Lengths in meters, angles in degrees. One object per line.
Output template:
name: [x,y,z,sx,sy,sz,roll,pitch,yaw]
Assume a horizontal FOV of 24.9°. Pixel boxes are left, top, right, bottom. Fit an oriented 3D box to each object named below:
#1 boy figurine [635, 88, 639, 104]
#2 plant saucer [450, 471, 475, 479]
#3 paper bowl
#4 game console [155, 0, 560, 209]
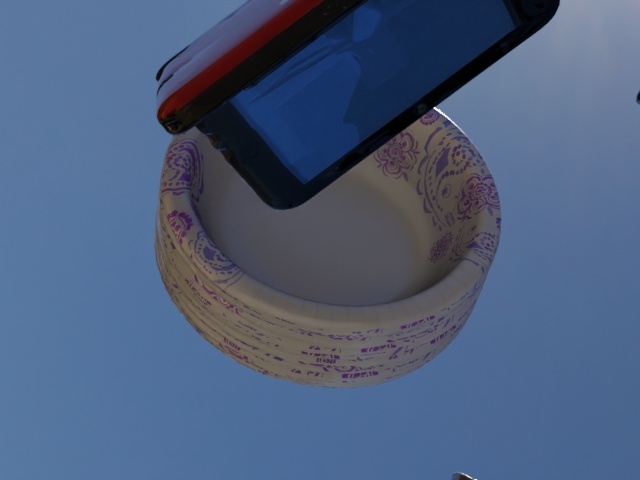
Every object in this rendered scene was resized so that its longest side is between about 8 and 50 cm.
boy figurine: [0.304,-0.036,0.746,0.285,0.092,0.177,34,-73,8]
plant saucer: [0.161,0.258,1.095,0.198,0.036,0.198,44,-12,12]
paper bowl: [0.000,0.000,1.228,0.284,0.284,0.148,51,-33,27]
game console: [0.022,-0.066,0.510,0.085,0.144,0.124,52,5,-16]
